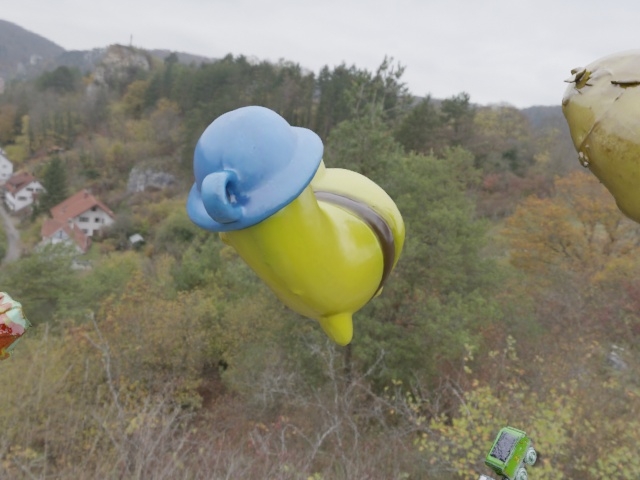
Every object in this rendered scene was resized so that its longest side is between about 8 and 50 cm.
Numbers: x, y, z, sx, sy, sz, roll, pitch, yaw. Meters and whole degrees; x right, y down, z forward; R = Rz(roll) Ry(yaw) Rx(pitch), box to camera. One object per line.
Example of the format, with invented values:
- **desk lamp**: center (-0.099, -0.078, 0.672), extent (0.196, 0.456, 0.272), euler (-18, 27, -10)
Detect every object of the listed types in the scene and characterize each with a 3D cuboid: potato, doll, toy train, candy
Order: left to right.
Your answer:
- **candy**: center (-0.331, 0.065, 0.399), extent (0.084, 0.078, 0.287), euler (-21, -9, -18)
- **doll**: center (0.000, 0.000, 0.455), extent (0.145, 0.199, 0.363), euler (-16, -15, 18)
- **toy train**: center (0.334, 0.446, 0.887), extent (0.081, 0.202, 0.060), euler (48, -25, -21)
- **potato**: center (0.343, -0.076, 0.409), extent (0.173, 0.140, 0.300), euler (-33, 48, -12)
